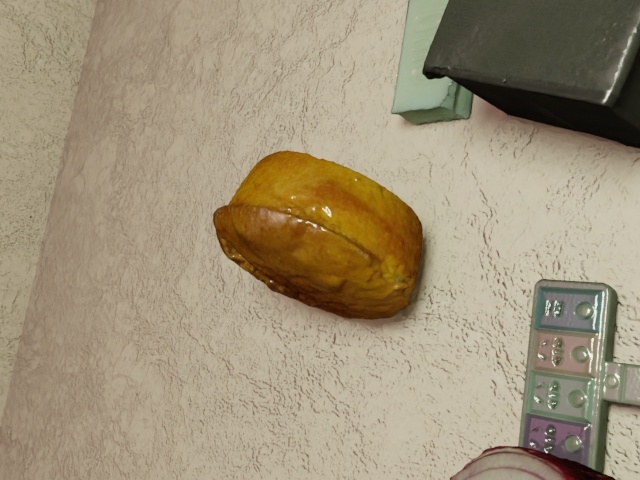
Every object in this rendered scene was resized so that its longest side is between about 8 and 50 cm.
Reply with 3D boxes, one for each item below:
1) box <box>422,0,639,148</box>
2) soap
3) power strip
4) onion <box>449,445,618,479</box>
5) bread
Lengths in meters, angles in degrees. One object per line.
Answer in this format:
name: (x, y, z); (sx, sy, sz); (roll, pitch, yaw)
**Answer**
box: (0.321, -0.298, 0.743); (0.251, 0.204, 0.345); (28, 98, 46)
soap: (0.177, -0.280, 0.991); (0.114, 0.063, 0.198); (0, 78, 45)
power strip: (0.306, 0.155, 0.733); (0.145, 0.061, 0.215); (2, 80, 40)
onion: (0.239, 0.363, 0.583); (0.282, 0.260, 0.336); (-54, 14, 25)
bread: (-0.005, -0.001, 0.944); (0.312, 0.312, 0.172); (3, 64, 47)
